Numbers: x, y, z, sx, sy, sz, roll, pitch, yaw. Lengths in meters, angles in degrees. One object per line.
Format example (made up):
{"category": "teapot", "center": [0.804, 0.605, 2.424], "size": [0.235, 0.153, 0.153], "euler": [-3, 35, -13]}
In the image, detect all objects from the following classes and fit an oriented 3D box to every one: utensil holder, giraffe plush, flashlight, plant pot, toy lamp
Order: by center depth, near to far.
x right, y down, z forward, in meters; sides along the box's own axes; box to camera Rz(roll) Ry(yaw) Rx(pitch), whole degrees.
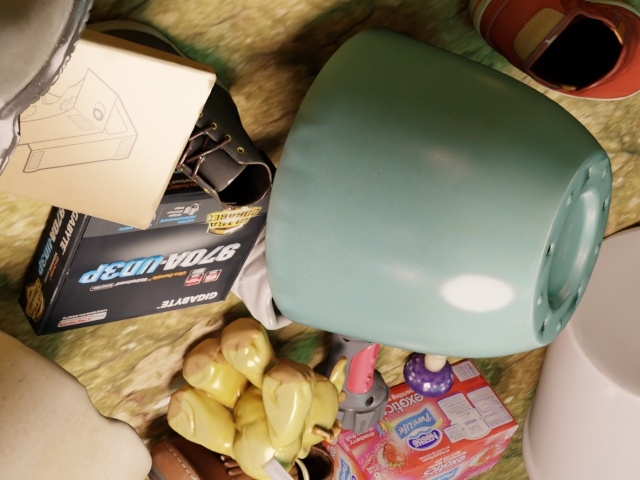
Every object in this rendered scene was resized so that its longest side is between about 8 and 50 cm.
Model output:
{"category": "plant pot", "center": [-0.323, 0.257, 1.275], "size": [0.305, 0.333, 0.334], "euler": [-54, 157, -22]}
{"category": "plant pot", "center": [0.124, -0.025, 1.302], "size": [0.293, 0.235, 0.293], "euler": [-43, 143, -45]}
{"category": "giraffe plush", "center": [-0.043, 0.187, 1.625], "size": [0.181, 0.210, 0.170], "euler": [-36, 172, 28]}
{"category": "flashlight", "center": [0.059, 0.129, 1.720], "size": [0.103, 0.103, 0.304], "euler": [-26, 148, -22]}
{"category": "toy lamp", "center": [0.173, 0.097, 1.813], "size": [0.080, 0.080, 0.275], "euler": [-19, 146, -28]}
{"category": "utensil holder", "center": [0.472, 0.212, 2.047], "size": [0.327, 0.328, 0.385], "euler": [-26, 148, -17]}

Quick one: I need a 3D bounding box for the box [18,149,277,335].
{"category": "box", "center": [-0.159, 0.000, 1.352], "size": [0.220, 0.051, 0.175], "euler": [-9, 141, -40]}

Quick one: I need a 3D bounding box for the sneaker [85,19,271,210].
{"category": "sneaker", "center": [-0.121, -0.102, 1.174], "size": [0.083, 0.118, 0.222], "euler": [-46, 149, 18]}

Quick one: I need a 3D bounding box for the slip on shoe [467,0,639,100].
{"category": "slip on shoe", "center": [0.269, -0.194, 1.468], "size": [0.123, 0.101, 0.331], "euler": [-49, 150, 19]}

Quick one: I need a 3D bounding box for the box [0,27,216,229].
{"category": "box", "center": [-0.203, -0.096, 1.107], "size": [0.201, 0.021, 0.164], "euler": [15, 128, -19]}

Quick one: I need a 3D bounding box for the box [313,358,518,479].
{"category": "box", "center": [0.127, 0.280, 1.983], "size": [0.257, 0.128, 0.123], "euler": [-17, 146, -30]}

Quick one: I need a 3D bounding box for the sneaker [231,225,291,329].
{"category": "sneaker", "center": [0.000, 0.000, 1.452], "size": [0.090, 0.115, 0.232], "euler": [2, 134, -48]}

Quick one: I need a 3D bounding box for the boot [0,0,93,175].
{"category": "boot", "center": [-0.261, -0.145, 0.979], "size": [0.161, 0.083, 0.246], "euler": [19, 121, -28]}

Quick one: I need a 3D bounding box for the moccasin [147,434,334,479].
{"category": "moccasin", "center": [-0.086, 0.287, 1.758], "size": [0.147, 0.139, 0.380], "euler": [-43, 150, 11]}
